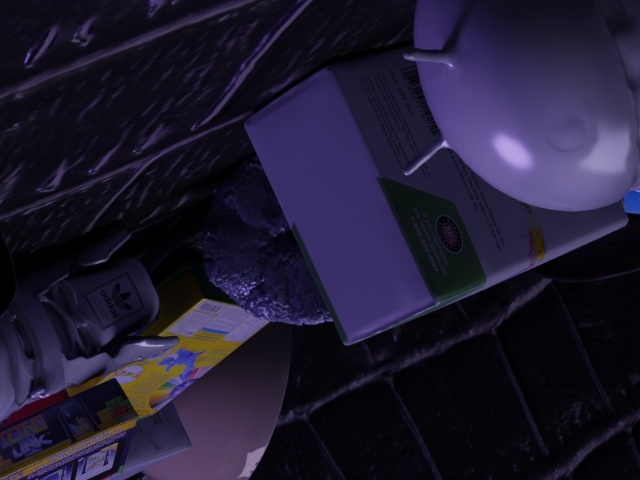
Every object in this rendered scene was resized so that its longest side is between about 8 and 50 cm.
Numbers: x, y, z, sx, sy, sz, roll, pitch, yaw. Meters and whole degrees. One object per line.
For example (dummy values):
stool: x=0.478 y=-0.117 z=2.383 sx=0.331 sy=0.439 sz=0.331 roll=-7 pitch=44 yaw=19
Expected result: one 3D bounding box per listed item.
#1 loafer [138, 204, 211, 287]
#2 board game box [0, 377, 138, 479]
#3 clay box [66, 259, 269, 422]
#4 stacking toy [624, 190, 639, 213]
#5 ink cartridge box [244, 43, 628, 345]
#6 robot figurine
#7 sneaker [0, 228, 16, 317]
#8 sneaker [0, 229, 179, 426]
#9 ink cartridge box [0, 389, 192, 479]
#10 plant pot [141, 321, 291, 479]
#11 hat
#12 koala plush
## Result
loafer: x=-0.151 y=0.022 z=1.799 sx=0.096 sy=0.084 sz=0.267 roll=16 pitch=134 yaw=-38
board game box: x=-0.260 y=0.206 z=1.621 sx=0.170 sy=0.048 sz=0.141 roll=-23 pitch=157 yaw=-25
clay box: x=-0.164 y=0.109 z=1.778 sx=0.222 sy=0.053 sz=0.127 roll=-38 pitch=152 yaw=23
stacking toy: x=0.429 y=-0.173 z=1.980 sx=0.166 sy=0.175 sz=0.302 roll=0 pitch=-144 yaw=42
ink cartridge box: x=0.102 y=-0.055 z=1.451 sx=0.278 sy=0.201 sz=0.117 roll=-19 pitch=173 yaw=-47
robot figurine: x=0.208 y=-0.143 z=1.100 sx=0.353 sy=0.200 sz=0.300 roll=-23 pitch=137 yaw=-12
sneaker: x=-0.261 y=0.041 z=1.162 sx=0.148 sy=0.131 sz=0.350 roll=-20 pitch=174 yaw=2
sneaker: x=-0.243 y=0.073 z=1.551 sx=0.210 sy=0.137 sz=0.366 roll=-24 pitch=179 yaw=-8
ink cartridge box: x=-0.345 y=0.248 z=1.922 sx=0.309 sy=0.130 sz=0.272 roll=-28 pitch=172 yaw=21
plant pot: x=-0.186 y=0.165 z=2.171 sx=0.191 sy=0.284 sz=0.284 roll=19 pitch=153 yaw=-24
hat: x=0.324 y=-0.103 z=2.158 sx=0.331 sy=0.331 sz=0.134 roll=-28 pitch=133 yaw=33
koala plush: x=0.009 y=-0.008 z=1.668 sx=0.203 sy=0.196 sz=0.221 roll=-14 pitch=178 yaw=15
